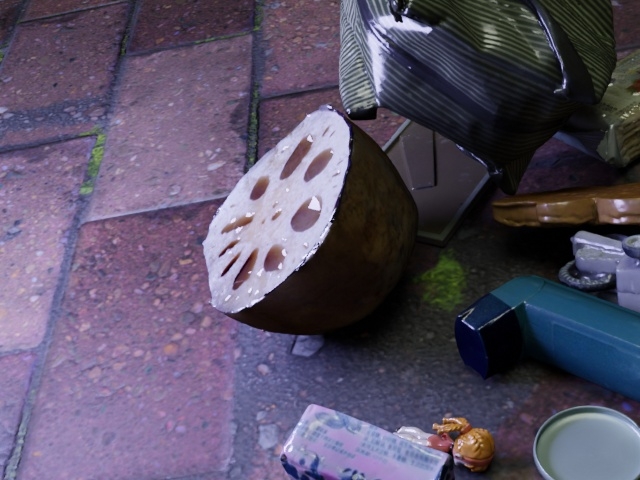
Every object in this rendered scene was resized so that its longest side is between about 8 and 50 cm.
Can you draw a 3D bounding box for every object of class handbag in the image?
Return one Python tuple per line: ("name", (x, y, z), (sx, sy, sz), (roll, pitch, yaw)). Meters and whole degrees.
("handbag", (0.178, -0.225, 1.286), (0.340, 0.247, 0.240), (24, 46, -10))

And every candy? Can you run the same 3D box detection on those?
("candy", (0.047, 0.226, 1.012), (0.160, 0.092, 0.073), (16, 51, 31))

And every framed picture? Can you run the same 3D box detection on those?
("framed picture", (0.141, -0.087, 1.448), (0.184, 0.016, 0.250), (12, 44, 31))

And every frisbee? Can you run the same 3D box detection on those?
("frisbee", (0.260, 0.203, 1.037), (0.110, 0.014, 0.110), (-8, 38, 6))

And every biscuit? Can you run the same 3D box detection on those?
("biscuit", (0.437, -0.196, 1.438), (0.309, 0.079, 0.186), (-29, 35, -14))
("biscuit", (0.344, -0.040, 1.239), (0.288, 0.044, 0.202), (-6, 6, 20))

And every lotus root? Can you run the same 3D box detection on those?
("lotus root", (0.000, 0.000, 1.242), (0.272, 0.192, 0.272), (-28, 42, 29))

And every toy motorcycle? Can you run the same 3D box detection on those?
("toy motorcycle", (0.396, 0.029, 1.156), (0.260, 0.110, 0.171), (4, 24, 34))

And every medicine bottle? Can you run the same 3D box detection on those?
("medicine bottle", (0.271, 0.110, 1.099), (0.258, 0.079, 0.124), (19, 45, 36))

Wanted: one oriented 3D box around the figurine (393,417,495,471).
("figurine", (0.119, 0.198, 1.067), (0.109, 0.047, 0.064), (5, 17, 33))
